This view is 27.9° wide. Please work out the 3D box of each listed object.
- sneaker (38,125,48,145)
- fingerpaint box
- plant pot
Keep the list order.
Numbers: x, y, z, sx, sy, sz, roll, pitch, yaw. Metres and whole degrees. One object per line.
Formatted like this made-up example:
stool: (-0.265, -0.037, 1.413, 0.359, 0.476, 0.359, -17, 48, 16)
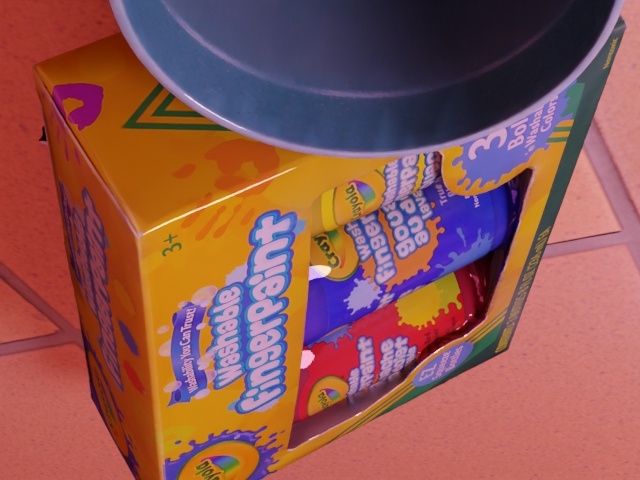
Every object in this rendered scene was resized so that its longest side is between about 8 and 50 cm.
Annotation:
sneaker: (-0.223, -0.109, 1.151, 0.044, 0.040, 0.109, 20, 143, -15)
fingerpaint box: (0.000, 0.000, 1.006, 0.371, 0.163, 0.444, -24, 150, -20)
plant pot: (0.026, -0.232, 0.741, 0.272, 0.255, 0.271, 1, 143, 1)
